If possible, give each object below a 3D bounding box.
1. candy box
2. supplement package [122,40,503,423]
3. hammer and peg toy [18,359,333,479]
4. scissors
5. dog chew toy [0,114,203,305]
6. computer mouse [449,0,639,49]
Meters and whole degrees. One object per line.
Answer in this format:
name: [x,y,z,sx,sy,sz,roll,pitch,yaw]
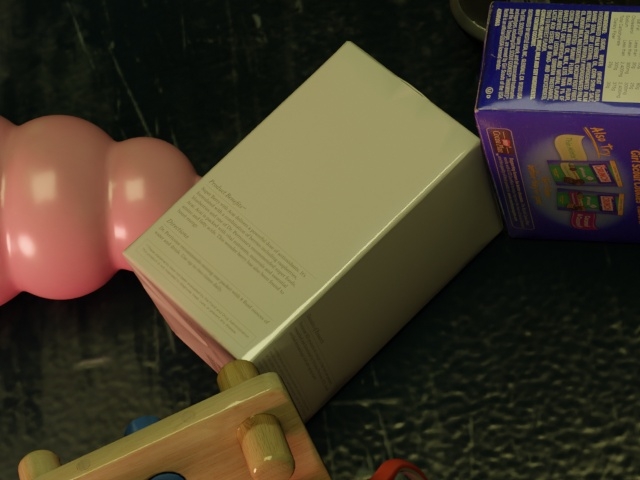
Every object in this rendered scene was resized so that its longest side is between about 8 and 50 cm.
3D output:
candy box: [0.313,-0.095,1.593,0.317,0.268,0.122,4,68,14]
supplement package: [0.000,0.000,1.666,0.293,0.175,0.177,-43,61,-11]
hammer and peg toy: [-0.158,0.264,1.516,0.361,0.266,0.127,-24,41,-1]
scissors: [0.023,0.204,1.490,0.021,0.297,0.109,9,69,32]
dog chew toy: [-0.270,-0.031,1.738,0.331,0.206,0.207,-1,62,3]
computer mouse: [0.261,-0.223,1.792,0.272,0.072,0.188,-4,59,-3]
